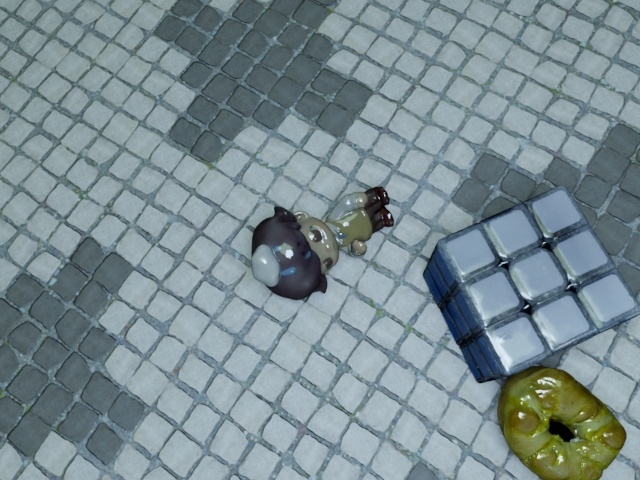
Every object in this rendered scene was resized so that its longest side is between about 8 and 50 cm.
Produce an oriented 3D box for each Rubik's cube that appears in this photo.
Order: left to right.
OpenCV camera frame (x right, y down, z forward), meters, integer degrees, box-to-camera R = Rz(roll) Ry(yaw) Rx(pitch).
[{"bbox_3d":[0.429,0.110,1.265,0.304,0.301,0.305,-25,74,-4],"label":"Rubik's cube"}]

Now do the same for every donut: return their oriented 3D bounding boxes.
[{"bbox_3d":[0.491,0.388,1.234,0.208,0.128,0.261,-45,96,-1],"label":"donut"}]

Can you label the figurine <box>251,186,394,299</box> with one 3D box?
[{"bbox_3d":[0.013,0.010,1.387,0.365,0.218,0.206,-19,45,-5],"label":"figurine"}]
